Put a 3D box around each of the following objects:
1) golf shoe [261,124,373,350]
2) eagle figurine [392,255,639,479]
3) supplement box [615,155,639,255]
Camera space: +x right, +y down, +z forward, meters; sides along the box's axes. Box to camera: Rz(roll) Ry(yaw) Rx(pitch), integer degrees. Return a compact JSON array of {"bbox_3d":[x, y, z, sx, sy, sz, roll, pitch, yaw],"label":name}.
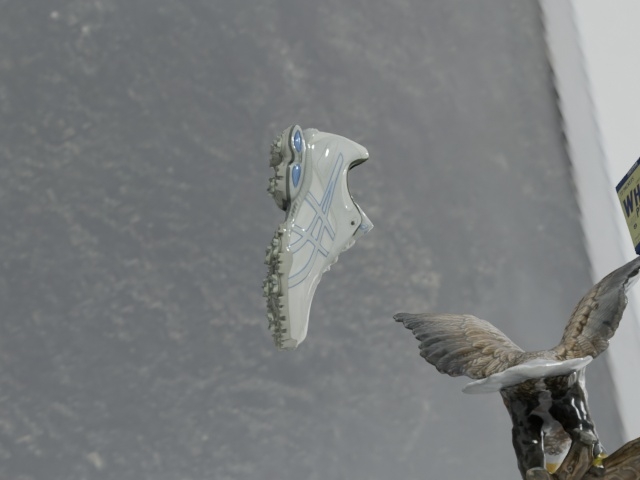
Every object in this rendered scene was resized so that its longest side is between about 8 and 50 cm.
[{"bbox_3d":[0.000,0.000,1.171,0.086,0.069,0.176,6,86,-11],"label":"golf shoe"},{"bbox_3d":[0.193,0.112,1.289,0.226,0.225,0.298,18,40,-18],"label":"eagle figurine"},{"bbox_3d":[0.308,-0.027,1.284,0.083,0.056,0.083,13,43,-20],"label":"supplement box"}]
